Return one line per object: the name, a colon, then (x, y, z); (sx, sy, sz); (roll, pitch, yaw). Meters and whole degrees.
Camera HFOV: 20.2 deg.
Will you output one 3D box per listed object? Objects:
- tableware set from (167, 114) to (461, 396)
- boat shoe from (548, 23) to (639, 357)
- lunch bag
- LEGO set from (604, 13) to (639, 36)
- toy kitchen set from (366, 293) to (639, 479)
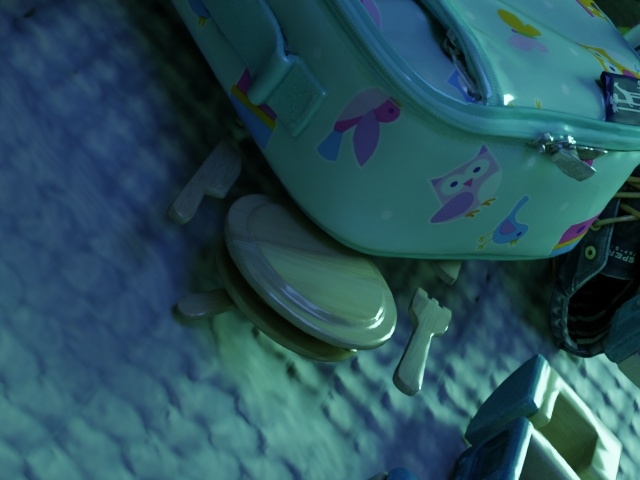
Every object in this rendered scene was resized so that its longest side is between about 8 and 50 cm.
tableware set: (0.000, 0.000, 0.810); (0.128, 0.039, 0.194); (37, 27, -5)
boat shoe: (0.163, -0.022, 0.930); (0.065, 0.183, 0.083); (11, 43, -2)
lunch bag: (0.029, -0.115, 0.855); (0.224, 0.108, 0.279); (5, 43, -49)
LEGO set: (0.223, -0.067, 1.136); (0.287, 0.132, 0.107); (35, -7, -36)
toy kitchen set: (0.111, 0.085, 0.748); (0.122, 0.166, 0.207); (47, 31, -13)
